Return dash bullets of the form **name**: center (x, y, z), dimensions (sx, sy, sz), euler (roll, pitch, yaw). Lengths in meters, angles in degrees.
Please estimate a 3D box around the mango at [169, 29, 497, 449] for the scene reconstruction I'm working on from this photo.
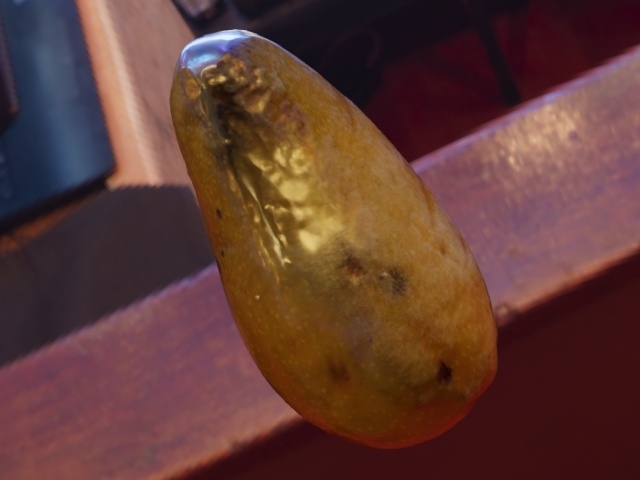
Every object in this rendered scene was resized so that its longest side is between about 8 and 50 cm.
- **mango**: center (0.000, 0.001, 1.153), dimensions (0.176, 0.176, 0.329), euler (-35, 94, -4)
